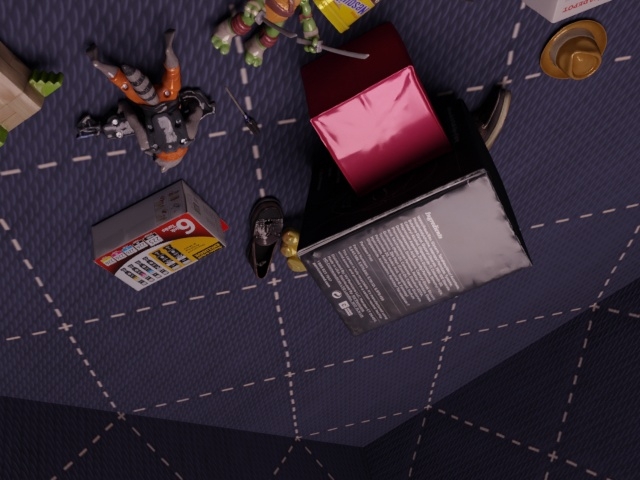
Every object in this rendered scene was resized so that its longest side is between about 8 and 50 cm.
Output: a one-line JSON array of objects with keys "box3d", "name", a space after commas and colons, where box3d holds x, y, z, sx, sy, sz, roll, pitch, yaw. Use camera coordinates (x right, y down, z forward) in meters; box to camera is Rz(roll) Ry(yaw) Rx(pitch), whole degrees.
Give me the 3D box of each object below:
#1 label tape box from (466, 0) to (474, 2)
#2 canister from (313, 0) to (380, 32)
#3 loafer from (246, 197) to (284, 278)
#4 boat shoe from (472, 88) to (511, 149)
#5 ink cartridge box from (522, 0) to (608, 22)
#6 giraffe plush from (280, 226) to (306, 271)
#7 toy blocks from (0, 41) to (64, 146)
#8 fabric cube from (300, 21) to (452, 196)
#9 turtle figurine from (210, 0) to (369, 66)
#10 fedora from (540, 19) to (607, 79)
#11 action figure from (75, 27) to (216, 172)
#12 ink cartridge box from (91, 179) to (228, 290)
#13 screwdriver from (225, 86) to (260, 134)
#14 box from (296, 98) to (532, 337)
[{"box3d": [0.324, -0.628, 1.413, 0.333, 0.106, 0.240, -4, 144, -38], "name": "label tape box"}, {"box3d": [0.077, -0.554, 1.503, 0.170, 0.073, 0.126, -34, 140, 19], "name": "canister"}, {"box3d": [-0.164, 0.000, 2.099, 0.109, 0.095, 0.302, -4, 141, -17], "name": "loafer"}, {"box3d": [0.447, -0.310, 1.938, 0.092, 0.103, 0.285, 21, 137, 1], "name": "boat shoe"}, {"box3d": [0.579, -0.647, 1.503, 0.201, 0.117, 0.278, -24, 146, -17], "name": "ink cartridge box"}, {"box3d": [0.000, 0.000, 2.121, 0.210, 0.170, 0.181, 22, 140, 13], "name": "giraffe plush"}, {"box3d": [-0.776, -0.314, 1.424, 0.381, 0.191, 0.261, -30, 130, 16], "name": "toy blocks"}, {"box3d": [0.128, -0.314, 1.631, 0.259, 0.258, 0.254, -26, 126, 12], "name": "fabric cube"}, {"box3d": [-0.096, -0.440, 1.448, 0.266, 0.275, 0.198, -23, -174, 44], "name": "turtle figurine"}, {"box3d": [0.681, -0.486, 1.816, 0.194, 0.079, 0.194, -10, 142, -8], "name": "fedora"}, {"box3d": [-0.417, -0.291, 1.572, 0.341, 0.178, 0.330, -18, 134, -1], "name": "action figure"}, {"box3d": [-0.443, 0.006, 1.973, 0.309, 0.130, 0.272, -26, 143, 12], "name": "ink cartridge box"}, {"box3d": [-0.199, -0.329, 1.736, 0.024, 0.025, 0.170, -24, 134, 10], "name": "screwdriver"}, {"box3d": [0.229, -0.072, 1.763, 0.471, 0.480, 0.297, -26, 115, 19], "name": "box"}]
